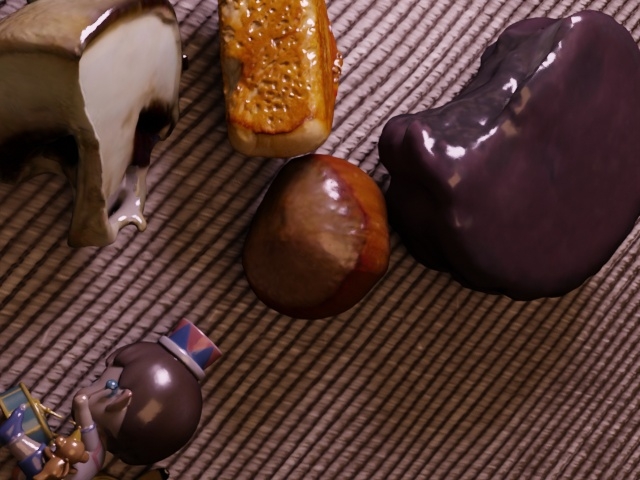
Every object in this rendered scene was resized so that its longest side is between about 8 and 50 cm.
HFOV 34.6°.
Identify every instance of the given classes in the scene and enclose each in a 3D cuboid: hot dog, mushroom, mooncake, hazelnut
[{"bbox_3d":[-0.051,-0.221,1.244,0.150,0.153,0.257,-5,86,6],"label":"hot dog"},{"bbox_3d":[-0.266,-0.162,1.152,0.217,0.212,0.292,-66,155,-43],"label":"mushroom"},{"bbox_3d":[0.264,-0.098,1.364,0.381,0.212,0.351,-30,111,-20],"label":"mooncake"},{"bbox_3d":[0.008,0.004,1.275,0.210,0.186,0.210,-2,97,-15],"label":"hazelnut"}]

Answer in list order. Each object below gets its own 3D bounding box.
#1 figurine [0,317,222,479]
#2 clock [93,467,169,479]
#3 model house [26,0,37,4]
[{"bbox_3d":[-0.241,0.197,1.213,0.275,0.161,0.158,-23,64,-23],"label":"figurine"},{"bbox_3d":[-0.281,0.360,1.250,0.232,0.069,0.170,-24,104,-20],"label":"clock"},{"bbox_3d":[-0.377,-0.353,1.100,0.267,0.194,0.325,-51,125,-14],"label":"model house"}]
